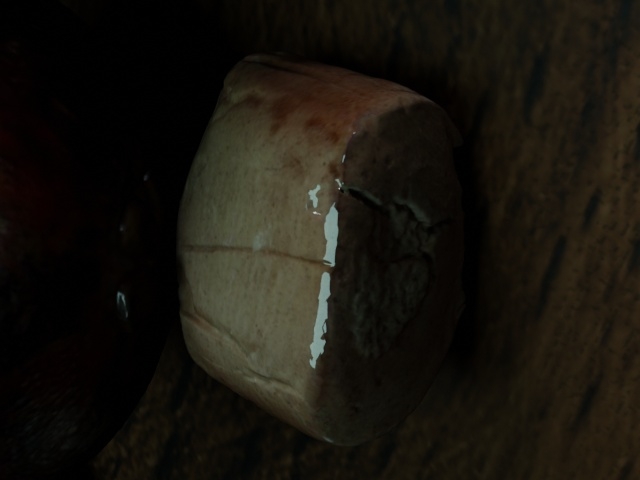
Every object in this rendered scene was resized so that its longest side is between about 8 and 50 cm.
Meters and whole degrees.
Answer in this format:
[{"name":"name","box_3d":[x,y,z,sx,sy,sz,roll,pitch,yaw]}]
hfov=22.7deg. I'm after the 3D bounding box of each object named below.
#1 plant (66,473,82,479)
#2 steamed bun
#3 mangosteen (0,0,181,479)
[{"name":"plant","box_3d":[-0.213,0.166,1.136,0.085,0.087,0.174,-34,74,16]},{"name":"steamed bun","box_3d":[0.000,0.000,0.782,0.145,0.106,0.175,22,109,49]},{"name":"mangosteen","box_3d":[-0.246,0.001,0.848,0.359,0.306,0.306,1,111,18]}]
